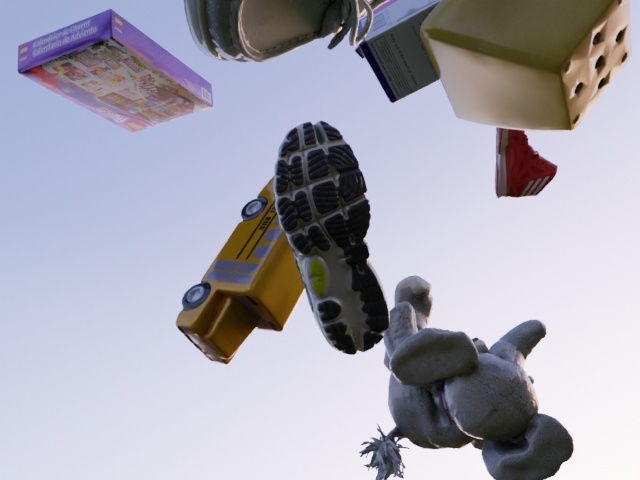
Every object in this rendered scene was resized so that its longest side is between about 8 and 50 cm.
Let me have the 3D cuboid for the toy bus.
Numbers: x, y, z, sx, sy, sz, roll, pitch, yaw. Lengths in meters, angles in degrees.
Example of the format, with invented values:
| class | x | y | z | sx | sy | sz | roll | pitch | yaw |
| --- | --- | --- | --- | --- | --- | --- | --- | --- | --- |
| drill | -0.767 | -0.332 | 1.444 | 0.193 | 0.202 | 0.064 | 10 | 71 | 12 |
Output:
| class | x | y | z | sx | sy | sz | roll | pitch | yaw |
| --- | --- | --- | --- | --- | --- | --- | --- | --- | --- |
| toy bus | -0.080 | 0.032 | 0.971 | 0.130 | 0.333 | 0.108 | 3 | -40 | 36 |

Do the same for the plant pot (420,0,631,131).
| class | x | y | z | sx | sy | sz | roll | pitch | yaw |
| --- | --- | --- | --- | --- | --- | --- | --- | --- | --- |
| plant pot | 0.298 | -0.273 | 0.852 | 0.212 | 0.187 | 0.212 | -51 | -37 | -4 |

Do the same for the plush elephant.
| class | x | y | z | sx | sy | sz | roll | pitch | yaw |
| --- | --- | --- | --- | --- | --- | --- | --- | --- | --- |
| plush elephant | 0.215 | 0.200 | 0.889 | 0.272 | 0.330 | 0.255 | 48 | -38 | -8 |

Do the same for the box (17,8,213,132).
| class | x | y | z | sx | sy | sz | roll | pitch | yaw |
| --- | --- | --- | --- | --- | --- | --- | --- | --- | --- |
| box | -0.359 | -0.294 | 1.132 | 0.200 | 0.057 | 0.293 | -12 | -15 | 20 |

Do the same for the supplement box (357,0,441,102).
| class | x | y | z | sx | sy | sz | roll | pitch | yaw |
| --- | --- | --- | --- | --- | --- | --- | --- | --- | --- |
| supplement box | 0.174 | -0.316 | 0.914 | 0.220 | 0.111 | 0.114 | -25 | -56 | 18 |

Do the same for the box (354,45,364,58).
| class | x | y | z | sx | sy | sz | roll | pitch | yaw |
| --- | --- | --- | --- | --- | --- | --- | --- | --- | --- |
| box | 0.136 | -0.447 | 1.278 | 0.029 | 0.162 | 0.116 | 43 | -50 | -13 |

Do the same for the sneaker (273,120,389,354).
| class | x | y | z | sx | sy | sz | roll | pitch | yaw |
| --- | --- | --- | --- | --- | --- | --- | --- | --- | --- |
| sneaker | 0.000 | 0.000 | 0.732 | 0.107 | 0.110 | 0.275 | -13 | -81 | -15 |

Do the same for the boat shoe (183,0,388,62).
| class | x | y | z | sx | sy | sz | roll | pitch | yaw |
| --- | --- | --- | --- | --- | --- | --- | --- | --- | --- |
| boat shoe | 0.044 | -0.224 | 0.445 | 0.320 | 0.103 | 0.118 | -38 | -35 | -24 |

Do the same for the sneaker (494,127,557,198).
| class | x | y | z | sx | sy | sz | roll | pitch | yaw |
| --- | --- | --- | --- | --- | --- | --- | --- | --- | --- |
| sneaker | 0.444 | -0.198 | 1.337 | 0.128 | 0.087 | 0.221 | 2 | -65 | 11 |
